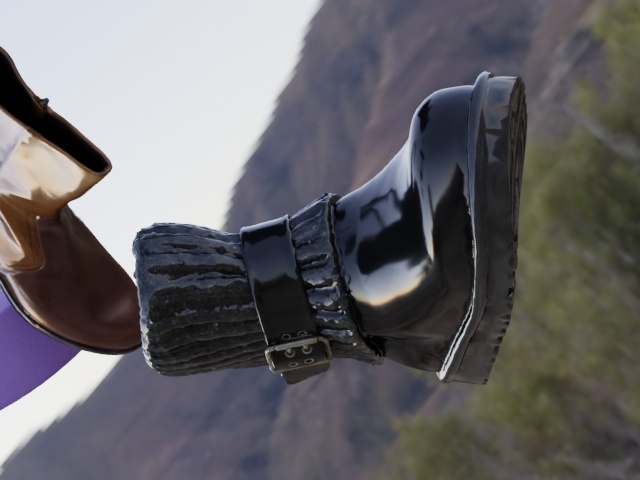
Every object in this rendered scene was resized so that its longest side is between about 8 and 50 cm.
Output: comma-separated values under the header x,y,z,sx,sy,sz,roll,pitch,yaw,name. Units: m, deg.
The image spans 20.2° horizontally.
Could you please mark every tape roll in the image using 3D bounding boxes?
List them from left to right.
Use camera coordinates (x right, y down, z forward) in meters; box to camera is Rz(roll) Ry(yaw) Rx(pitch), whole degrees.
x,y,z,sx,sy,sz,roll,pitch,yaw,name
-0.345,0.077,1.829,0.274,0.090,0.275,-24,25,12,tape roll

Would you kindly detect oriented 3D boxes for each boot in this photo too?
x,y,z,sx,sy,sz,roll,pitch,yaw,name
-0.219,-0.029,1.555,0.096,0.264,0.280,-42,1,-29,boot
0.000,0.004,1.211,0.348,0.260,0.131,95,-179,-59,boot
